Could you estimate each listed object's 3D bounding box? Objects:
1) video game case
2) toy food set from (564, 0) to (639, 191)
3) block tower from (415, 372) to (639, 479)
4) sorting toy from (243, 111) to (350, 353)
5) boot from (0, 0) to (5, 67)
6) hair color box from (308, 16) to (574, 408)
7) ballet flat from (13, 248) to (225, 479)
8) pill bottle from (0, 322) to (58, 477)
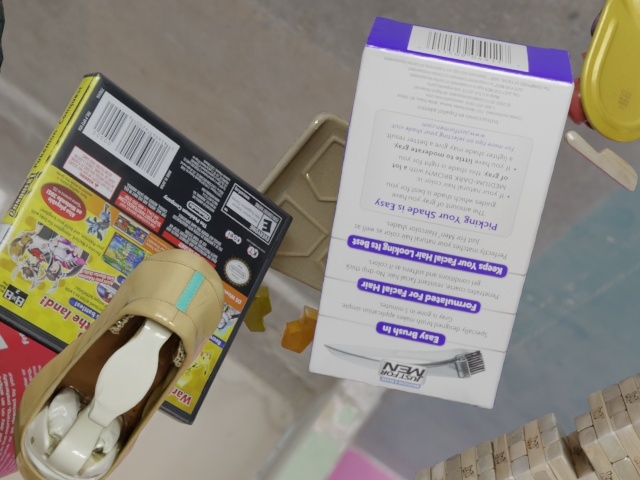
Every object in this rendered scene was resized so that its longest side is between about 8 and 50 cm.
[{"bbox_3d":[-0.179,0.013,1.155,0.275,0.248,0.035,37,160,-33],"label":"video game case"},{"bbox_3d":[0.310,-0.177,1.249,0.128,0.217,0.071,22,177,-31],"label":"toy food set"},{"bbox_3d":[0.260,0.209,1.104,0.097,0.335,0.091,58,-166,-14],"label":"block tower"},{"bbox_3d":[0.000,0.000,1.338,0.229,0.041,0.307,24,124,-28],"label":"sorting toy"},{"bbox_3d":[-0.191,-0.068,0.292,0.094,0.207,0.246,156,107,-68],"label":"boot"},{"bbox_3d":[0.108,-0.022,1.095,0.185,0.110,0.338,12,115,4],"label":"hair color box"},{"bbox_3d":[-0.140,0.099,0.720,0.080,0.073,0.232,30,121,-9],"label":"ballet flat"},{"bbox_3d":[-0.426,0.176,1.346,0.229,0.229,0.408,31,-167,15],"label":"pill bottle"}]
